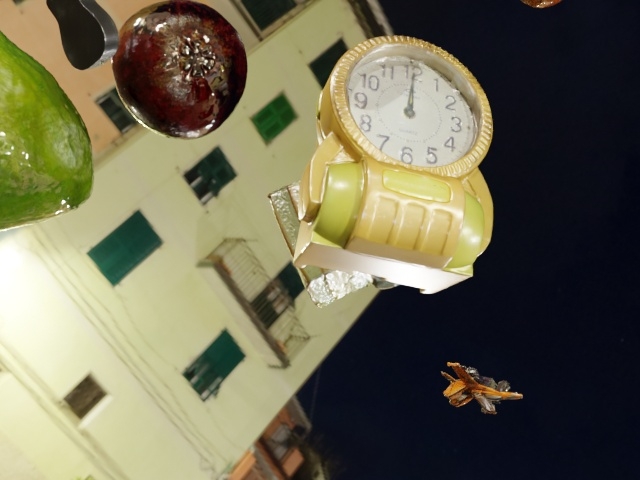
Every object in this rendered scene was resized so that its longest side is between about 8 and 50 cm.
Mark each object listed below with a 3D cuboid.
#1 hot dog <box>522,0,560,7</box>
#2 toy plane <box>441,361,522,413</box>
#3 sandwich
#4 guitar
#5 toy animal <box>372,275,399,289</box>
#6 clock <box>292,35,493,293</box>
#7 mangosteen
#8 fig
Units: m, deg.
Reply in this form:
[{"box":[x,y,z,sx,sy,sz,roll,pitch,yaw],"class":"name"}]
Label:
[{"box":[0.263,-0.357,0.743,0.153,0.256,0.150,29,6,-13],"class":"hot dog"},{"box":[0.302,0.269,1.332,0.135,0.062,0.188,50,-36,-15],"class":"toy plane"},{"box":[0.000,0.000,1.270,0.144,0.117,0.187,74,-9,-71],"class":"sandwich"},{"box":[-0.316,-0.321,0.885,0.088,0.025,0.233,-19,-82,43],"class":"guitar"},{"box":[0.117,0.025,1.625,0.138,0.108,0.236,-12,-31,25],"class":"toy animal"},{"box":[0.096,-0.109,0.971,0.244,0.317,0.200,12,-24,-14],"class":"clock"},{"box":[-0.250,-0.288,1.276,0.235,0.235,0.261,53,-22,-15],"class":"mangosteen"},{"box":[-0.302,-0.119,0.603,0.203,0.203,0.235,7,-69,44],"class":"fig"}]
